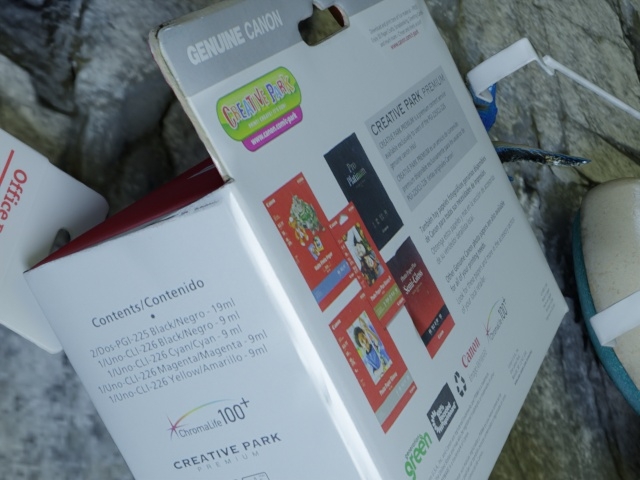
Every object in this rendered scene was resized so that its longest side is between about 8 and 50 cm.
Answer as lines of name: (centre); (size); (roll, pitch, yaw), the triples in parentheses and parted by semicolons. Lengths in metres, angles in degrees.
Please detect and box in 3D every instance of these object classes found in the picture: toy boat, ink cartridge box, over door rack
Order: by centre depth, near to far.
ink cartridge box: (-0.199, -0.017, 0.525); (0.181, 0.061, 0.104); (35, 43, -27)
ink cartridge box: (0.000, 0.000, 0.617); (0.272, 0.130, 0.309); (64, 29, -9)
over door rack: (0.294, -0.040, 0.868); (0.324, 0.108, 0.240); (5, 53, -41)
toy boat: (0.346, 0.098, 1.004); (0.318, 0.148, 0.267); (25, 43, -25)

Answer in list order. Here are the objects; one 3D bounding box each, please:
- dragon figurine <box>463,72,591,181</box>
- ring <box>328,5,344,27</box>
dragon figurine: (0.093, -0.070, 0.865); (0.289, 0.085, 0.144); (29, 46, -31)
ring: (-0.066, -0.297, 0.789); (0.337, 0.032, 0.336); (61, 8, -16)
